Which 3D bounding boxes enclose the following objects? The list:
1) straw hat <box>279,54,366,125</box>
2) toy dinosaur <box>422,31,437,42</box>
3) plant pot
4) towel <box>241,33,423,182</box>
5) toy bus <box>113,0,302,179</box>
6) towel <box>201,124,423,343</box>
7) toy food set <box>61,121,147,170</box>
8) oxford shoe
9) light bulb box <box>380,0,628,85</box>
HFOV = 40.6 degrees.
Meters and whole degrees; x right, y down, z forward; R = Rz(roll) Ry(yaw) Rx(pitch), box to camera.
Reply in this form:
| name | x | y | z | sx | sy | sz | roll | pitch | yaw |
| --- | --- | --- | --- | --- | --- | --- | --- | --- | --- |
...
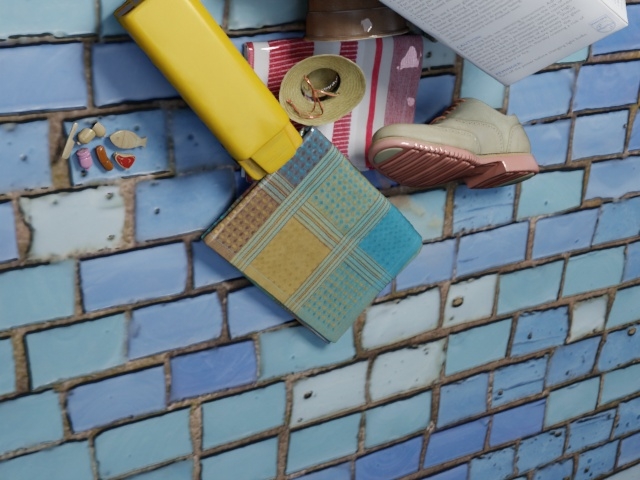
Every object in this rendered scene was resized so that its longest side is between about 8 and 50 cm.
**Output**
| name | x | y | z | sx | sy | sz | roll | pitch | yaw |
| --- | --- | --- | --- | --- | --- | --- | --- | --- | --- |
| straw hat | -0.002 | -0.254 | 1.367 | 0.144 | 0.061 | 0.144 | -4 | 139 | -4 |
| toy dinosaur | 0.176 | -0.452 | 1.424 | 0.118 | 0.064 | 0.268 | -36 | 122 | -4 |
| plant pot | 0.048 | -0.396 | 1.320 | 0.167 | 0.167 | 0.165 | -14 | 109 | -25 |
| towel | 0.024 | -0.222 | 1.453 | 0.329 | 0.037 | 0.237 | -9 | 115 | -27 |
| toy bus | -0.151 | -0.230 | 1.269 | 0.108 | 0.130 | 0.333 | -40 | 119 | -1 |
| towel | 0.000 | 0.000 | 1.515 | 0.271 | 0.040 | 0.370 | -46 | 129 | 2 |
| toy food set | -0.326 | -0.137 | 1.296 | 0.122 | 0.019 | 0.078 | 14 | 105 | -42 |
| oxford shoe | 0.227 | -0.178 | 1.534 | 0.397 | 0.140 | 0.147 | 2 | 73 | -44 |
| light bulb box | 0.232 | -0.478 | 1.238 | 0.361 | 0.225 | 0.358 | 24 | 57 | -35 |
